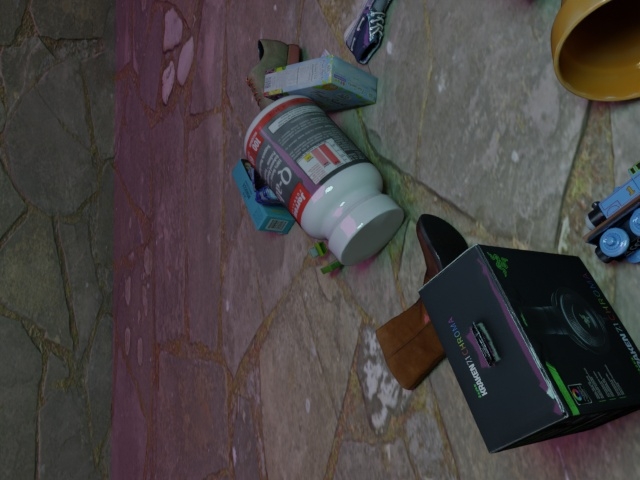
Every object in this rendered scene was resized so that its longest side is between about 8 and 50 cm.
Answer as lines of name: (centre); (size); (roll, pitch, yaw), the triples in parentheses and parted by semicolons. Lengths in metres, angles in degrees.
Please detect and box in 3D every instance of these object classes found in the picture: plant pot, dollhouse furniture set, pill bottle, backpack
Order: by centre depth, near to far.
plant pot: (0.425, -0.336, 0.803); (0.205, 0.205, 0.188); (-32, 46, 46)
pill bottle: (0.006, -0.134, 1.257); (0.363, 0.210, 0.210); (51, 126, 25)
dollhouse furniture set: (0.000, 0.000, 1.365); (0.076, 0.058, 0.152); (-23, 93, 48)
backpack: (-0.110, -0.151, 1.500); (0.173, 0.158, 0.117); (-10, 81, 62)

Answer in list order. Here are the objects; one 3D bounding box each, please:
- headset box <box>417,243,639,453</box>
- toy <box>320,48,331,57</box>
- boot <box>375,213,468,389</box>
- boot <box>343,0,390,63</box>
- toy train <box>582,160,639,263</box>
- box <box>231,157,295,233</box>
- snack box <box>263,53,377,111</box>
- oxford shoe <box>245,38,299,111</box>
headset box: (0.303, 0.145, 0.809); (0.131, 0.283, 0.246); (-47, 50, 39)
toy: (-0.034, -0.379, 1.512); (0.237, 0.056, 0.137); (-58, 45, 30)
boot: (0.200, 0.121, 1.138); (0.280, 0.096, 0.264); (-54, 53, 44)
boot: (0.127, -0.505, 1.318); (0.190, 0.069, 0.086); (-54, 53, 45)
toy train: (0.457, -0.046, 0.806); (0.184, 0.080, 0.105); (-50, 40, 40)
box: (-0.163, -0.127, 1.611); (0.060, 0.100, 0.244); (-55, 46, 31)
snack box: (0.000, -0.358, 1.333); (0.207, 0.174, 0.070); (-1, 85, 40)
oxford shoe: (-0.144, -0.391, 1.536); (0.123, 0.130, 0.349); (129, 151, -59)
